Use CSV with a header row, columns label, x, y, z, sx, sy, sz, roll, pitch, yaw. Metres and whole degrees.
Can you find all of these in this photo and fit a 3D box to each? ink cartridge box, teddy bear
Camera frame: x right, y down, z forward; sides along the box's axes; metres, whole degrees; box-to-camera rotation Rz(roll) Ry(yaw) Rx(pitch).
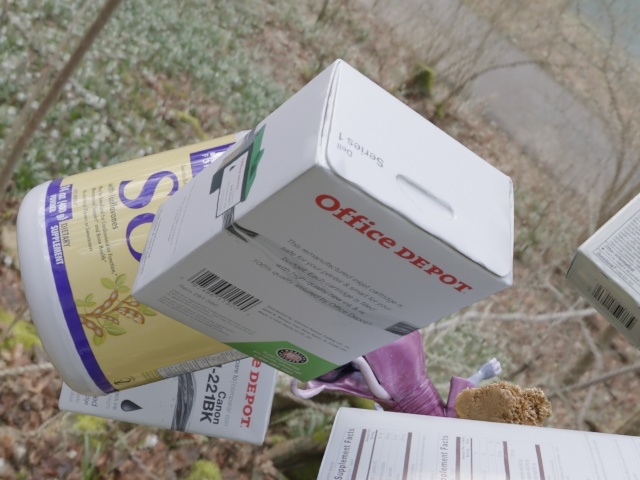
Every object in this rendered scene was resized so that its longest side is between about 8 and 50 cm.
label,x,y,z,sx,sy,sz,roll,pitch,yaw
ink cartridge box,0.000,0.000,0.643,0.160,0.219,0.093,31,49,-27
ink cartridge box,-0.188,0.150,1.271,0.272,0.114,0.197,11,86,-4
teddy bear,0.308,0.408,1.560,0.113,0.245,0.338,27,39,-54

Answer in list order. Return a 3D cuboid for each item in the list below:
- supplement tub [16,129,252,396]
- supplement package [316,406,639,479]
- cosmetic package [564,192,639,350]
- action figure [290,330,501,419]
label,x,y,z,sx,sy,sz,roll,pitch,yaw
supplement tub,-0.129,0.017,1.025,0.331,0.241,0.241,-15,51,-1
supplement package,0.121,0.220,0.701,0.244,0.139,0.134,5,14,8
cosmetic package,0.477,-0.014,1.192,0.309,0.113,0.160,-38,70,-12
action figure,0.162,0.271,1.663,0.370,0.248,0.276,49,21,-1
